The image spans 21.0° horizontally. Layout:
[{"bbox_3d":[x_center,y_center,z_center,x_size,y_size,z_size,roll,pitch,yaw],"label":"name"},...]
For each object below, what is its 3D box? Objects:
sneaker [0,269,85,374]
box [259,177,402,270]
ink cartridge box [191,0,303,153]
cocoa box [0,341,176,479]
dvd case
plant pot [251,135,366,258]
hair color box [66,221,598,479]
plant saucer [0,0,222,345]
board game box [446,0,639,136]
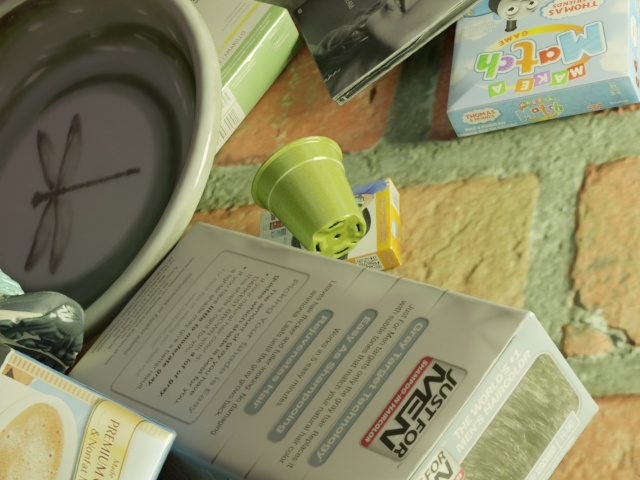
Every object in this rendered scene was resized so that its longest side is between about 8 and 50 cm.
[{"bbox_3d":[-0.293,0.047,1.383,0.283,0.110,0.122,-5,59,38],"label":"sneaker"},{"bbox_3d":[0.000,0.000,1.447,0.136,0.028,0.081,-14,46,15],"label":"box"},{"bbox_3d":[-0.154,-0.168,1.668,0.235,0.056,0.171,19,63,37],"label":"ink cartridge box"},{"bbox_3d":[-0.284,0.257,1.169,0.228,0.231,0.347,27,59,-6],"label":"cocoa box"},{"bbox_3d":[0.081,-0.233,1.581,0.221,0.018,0.164,-36,37,11],"label":"dvd case"},{"bbox_3d":[-0.002,-0.028,1.406,0.083,0.083,0.079,-32,56,-1],"label":"plant pot"},{"bbox_3d":[-0.009,0.115,1.243,0.374,0.113,0.185,14,60,50],"label":"hair color box"},{"bbox_3d":[-0.231,-0.052,1.532,0.400,0.100,0.400,-17,58,29],"label":"plant saucer"},{"bbox_3d":[0.197,-0.190,1.500,0.160,0.039,0.211,-10,48,22],"label":"board game box"}]
